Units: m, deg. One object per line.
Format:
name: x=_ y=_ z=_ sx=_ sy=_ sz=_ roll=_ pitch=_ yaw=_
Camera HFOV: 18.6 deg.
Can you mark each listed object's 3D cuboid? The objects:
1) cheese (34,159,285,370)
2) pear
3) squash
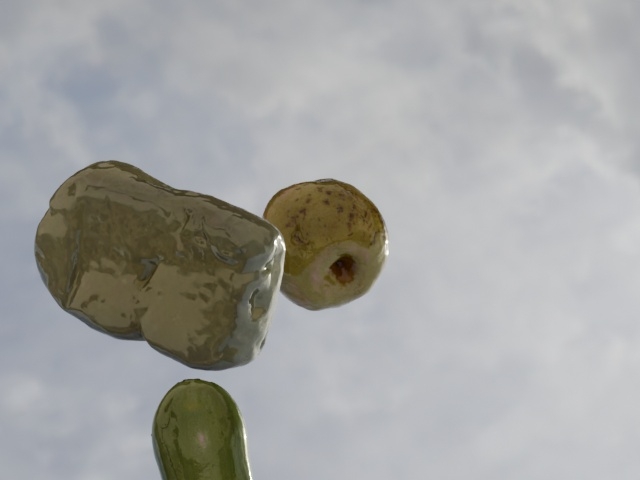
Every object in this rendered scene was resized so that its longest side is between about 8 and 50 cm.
cheese: x=-0.155 y=0.020 z=1.861 sx=0.263 sy=0.159 sz=0.093 roll=20 pitch=-164 yaw=28
pear: x=0.000 y=0.000 z=2.473 sx=0.178 sy=0.178 sz=0.178 roll=-12 pitch=-152 yaw=6
squash: x=-0.082 y=0.238 z=1.662 sx=0.083 sy=0.250 sz=0.083 roll=-16 pitch=-179 yaw=0
